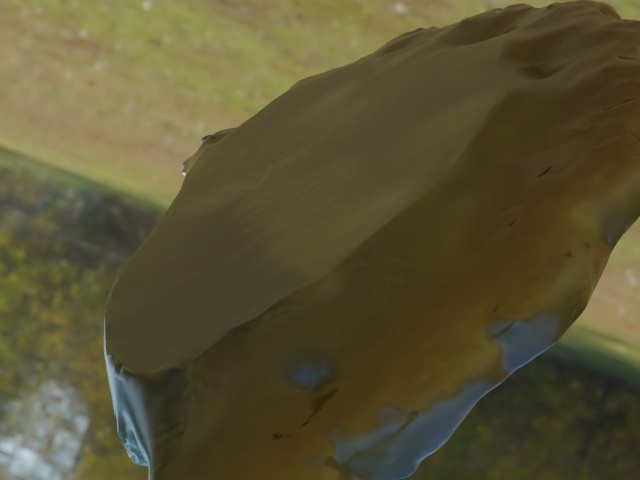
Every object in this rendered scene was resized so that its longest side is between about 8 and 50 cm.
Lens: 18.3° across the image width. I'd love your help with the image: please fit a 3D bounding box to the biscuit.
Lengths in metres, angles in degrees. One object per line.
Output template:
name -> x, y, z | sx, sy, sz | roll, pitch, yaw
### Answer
biscuit -> 0.000, 0.000, 0.903 | 0.078, 0.329, 0.335 | 53, 158, -24
